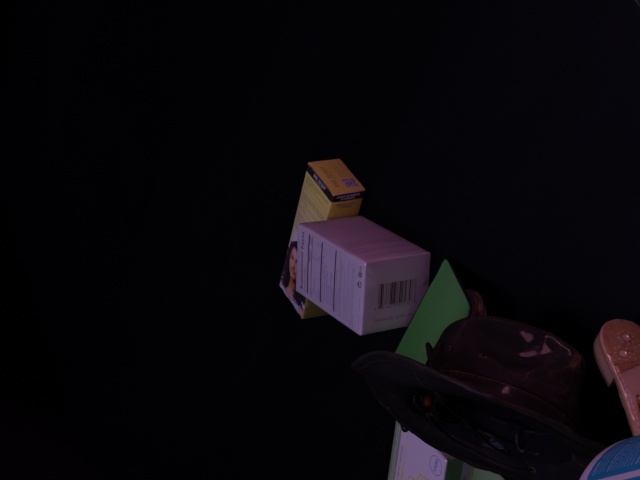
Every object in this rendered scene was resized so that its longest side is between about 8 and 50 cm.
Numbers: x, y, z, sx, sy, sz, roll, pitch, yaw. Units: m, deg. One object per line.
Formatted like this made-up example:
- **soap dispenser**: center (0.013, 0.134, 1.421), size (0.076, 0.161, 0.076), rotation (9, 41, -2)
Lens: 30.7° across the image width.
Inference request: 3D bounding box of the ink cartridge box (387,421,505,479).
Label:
- **ink cartridge box**: center (0.170, 0.346, 1.496), size (0.235, 0.056, 0.171), rotation (43, 133, 52)

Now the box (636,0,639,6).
- **box**: center (0.301, -0.392, 1.029), size (0.322, 0.079, 0.257), rotation (64, 145, 30)

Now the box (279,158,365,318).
- **box**: center (0.000, 0.000, 1.707), size (0.087, 0.058, 0.232), rotation (52, 140, 42)

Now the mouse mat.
- **mouse mat**: center (0.131, 0.127, 1.444), size (0.152, 0.007, 0.189), rotation (-105, 38, -64)

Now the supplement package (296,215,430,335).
- **supplement package**: center (0.054, 0.043, 1.569), size (0.179, 0.105, 0.105), rotation (32, 125, 55)

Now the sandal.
- **sandal**: center (0.338, 0.155, 1.097), size (0.079, 0.088, 0.240), rotation (104, 150, -45)

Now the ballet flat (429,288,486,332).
- **ballet flat**: center (0.150, 0.145, 1.484), size (0.250, 0.058, 0.084), rotation (124, 158, -44)

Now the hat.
- **hat**: center (0.206, 0.165, 1.271), size (0.134, 0.331, 0.331), rotation (-58, 21, -19)

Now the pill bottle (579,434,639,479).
- **pill bottle**: center (0.287, 0.212, 0.889), size (0.264, 0.146, 0.146), rotation (127, 129, -68)
